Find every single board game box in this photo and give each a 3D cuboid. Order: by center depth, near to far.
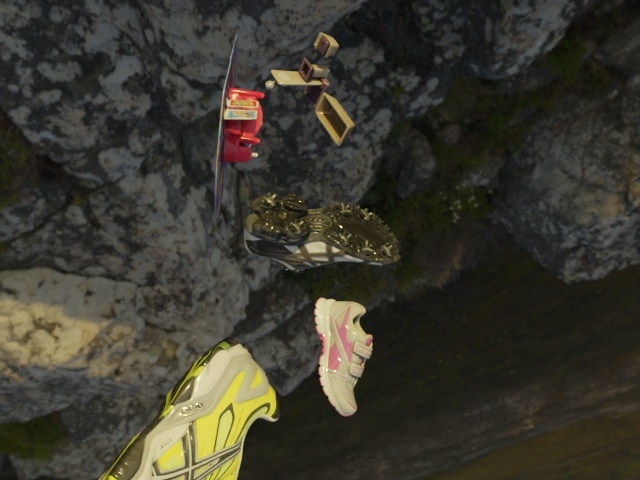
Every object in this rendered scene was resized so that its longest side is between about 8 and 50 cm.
[{"bbox_3d":[-0.070,-0.099,0.514,0.033,0.169,0.133,6,130,-7],"label":"board game box"}]

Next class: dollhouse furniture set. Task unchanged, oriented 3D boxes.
[{"bbox_3d":[-0.008,-0.177,0.674,0.081,0.114,0.091,-10,146,-36],"label":"dollhouse furniture set"}]

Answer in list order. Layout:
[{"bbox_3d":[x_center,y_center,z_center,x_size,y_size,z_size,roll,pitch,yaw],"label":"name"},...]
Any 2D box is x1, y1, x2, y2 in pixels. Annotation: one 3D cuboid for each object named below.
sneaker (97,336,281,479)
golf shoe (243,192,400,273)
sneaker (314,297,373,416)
[{"bbox_3d":[-0.191,0.308,0.740,0.147,0.385,0.145,43,152,-6],"label":"sneaker"},{"bbox_3d":[0.000,0.000,0.704,0.198,0.077,0.094,15,142,-16],"label":"golf shoe"},{"bbox_3d":[0.058,0.240,1.197,0.111,0.253,0.103,-10,168,14],"label":"sneaker"}]
